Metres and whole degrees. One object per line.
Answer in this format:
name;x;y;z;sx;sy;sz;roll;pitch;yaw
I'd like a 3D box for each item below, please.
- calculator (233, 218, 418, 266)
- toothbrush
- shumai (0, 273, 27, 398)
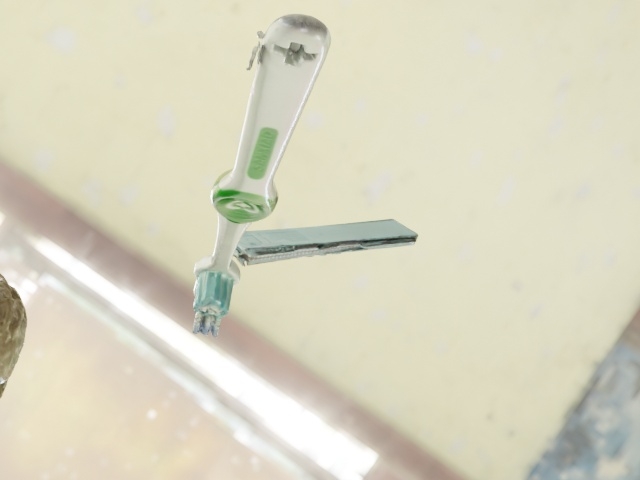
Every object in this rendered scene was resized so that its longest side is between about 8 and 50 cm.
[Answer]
calculator;0.000;0.000;1.554;0.172;0.018;0.057;-6;-157;-26
toothbrush;-0.044;-0.033;1.075;0.042;0.040;0.418;11;155;-6
shumai;-0.361;0.058;1.609;0.209;0.161;0.153;54;171;41
